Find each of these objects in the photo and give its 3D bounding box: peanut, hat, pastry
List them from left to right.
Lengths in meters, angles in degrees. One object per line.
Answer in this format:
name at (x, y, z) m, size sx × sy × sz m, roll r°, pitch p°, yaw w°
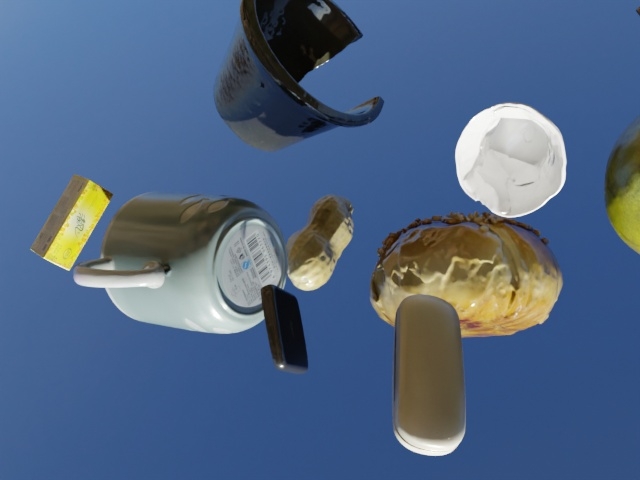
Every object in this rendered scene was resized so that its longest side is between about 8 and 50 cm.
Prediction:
peanut at (0.000, 0.000, 1.672) m, size 0.130 × 0.130 × 0.290 m, roll 3°, pitch -137°, yaw 31°
pastry at (0.301, 0.072, 1.492) m, size 0.409 × 0.409 × 0.245 m, roll -8°, pitch -109°, yaw 22°
hat at (0.342, -0.157, 1.235) m, size 0.203 × 0.203 × 0.126 m, roll -1°, pitch -154°, yaw 28°

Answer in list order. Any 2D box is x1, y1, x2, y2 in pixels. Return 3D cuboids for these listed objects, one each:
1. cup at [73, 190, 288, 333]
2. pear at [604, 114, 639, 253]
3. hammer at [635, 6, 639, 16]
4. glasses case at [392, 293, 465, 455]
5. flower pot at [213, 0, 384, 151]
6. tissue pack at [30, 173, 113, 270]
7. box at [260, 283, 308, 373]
cup at (-0.254, 0.043, 1.273) m, size 0.274 × 0.356 × 0.260 m, roll 3°, pitch -82°, yaw 38°
pear at (0.510, -0.081, 0.913) m, size 0.252 × 0.307 × 0.253 m, roll 1°, pitch -99°, yaw -7°
hammer at (0.602, -0.409, 1.171) m, size 0.178 × 0.021 × 0.065 m, roll -40°, pitch -93°, yaw -10°
glasses case at (0.124, 0.148, 0.814) m, size 0.080 × 0.051 × 0.204 m, roll 11°, pitch -133°, yaw -3°
flower pot at (-0.083, -0.348, 1.503) m, size 0.251 × 0.379 × 0.380 m, roll -33°, pitch -143°, yaw 39°
tissue pack at (-0.492, -0.037, 1.399) m, size 0.095 × 0.062 × 0.176 m, roll 16°, pitch -105°, yaw 52°
box at (-0.055, 0.133, 1.044) m, size 0.026 × 0.125 × 0.126 m, roll -14°, pitch -107°, yaw 12°
